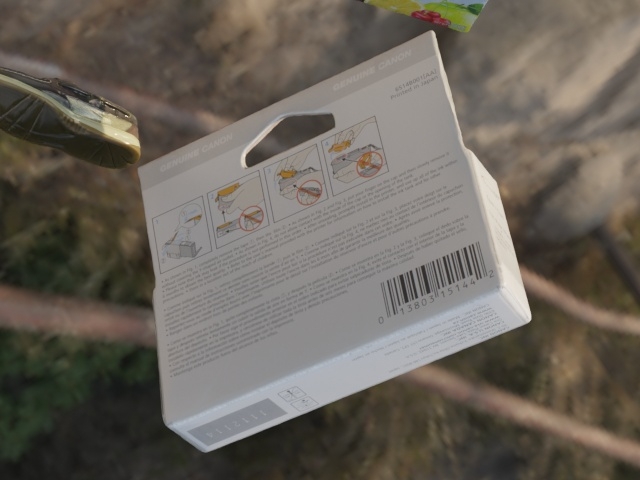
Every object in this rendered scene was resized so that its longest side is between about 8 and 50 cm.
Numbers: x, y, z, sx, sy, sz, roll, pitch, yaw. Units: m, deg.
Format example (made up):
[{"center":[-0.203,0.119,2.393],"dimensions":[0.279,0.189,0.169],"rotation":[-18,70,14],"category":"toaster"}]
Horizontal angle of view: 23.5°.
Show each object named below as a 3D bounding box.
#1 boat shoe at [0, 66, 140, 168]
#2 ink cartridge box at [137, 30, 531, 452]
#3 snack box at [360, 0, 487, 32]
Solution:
[{"center":[-0.214,-0.106,1.250],"dimensions":[0.152,0.049,0.056],"rotation":[28,135,-34],"category":"boat shoe"},{"center":[0.000,0.000,1.249],"dimensions":[0.296,0.261,0.066],"rotation":[-23,143,18],"category":"ink cartridge box"},{"center":[0.059,-0.209,1.130],"dimensions":[0.141,0.037,0.100],"rotation":[15,154,-7],"category":"snack box"}]
